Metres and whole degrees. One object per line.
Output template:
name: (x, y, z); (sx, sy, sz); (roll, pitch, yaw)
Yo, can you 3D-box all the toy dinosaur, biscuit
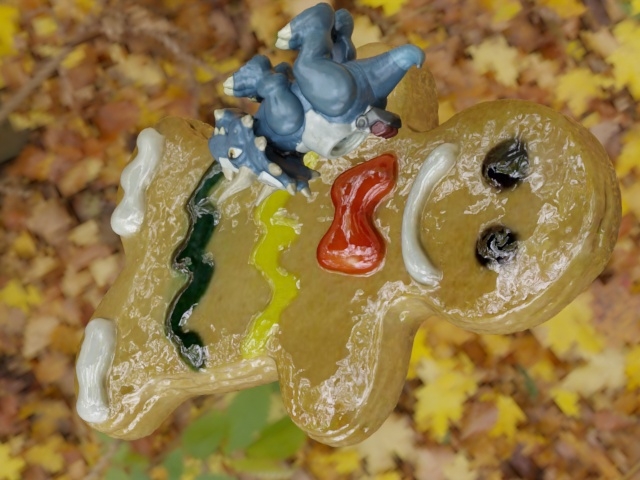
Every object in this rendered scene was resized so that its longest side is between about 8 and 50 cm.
toy dinosaur: (-0.002, -0.043, 0.508); (0.083, 0.030, 0.047); (-38, 72, 22)
biscuit: (-0.001, -0.001, 0.587); (0.240, 0.035, 0.158); (-12, 63, 37)
